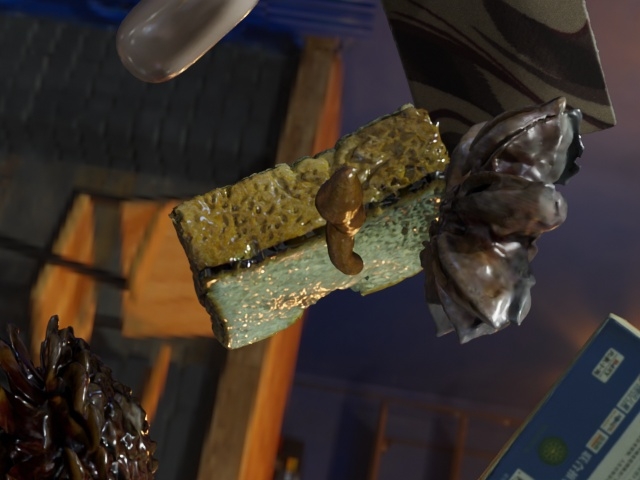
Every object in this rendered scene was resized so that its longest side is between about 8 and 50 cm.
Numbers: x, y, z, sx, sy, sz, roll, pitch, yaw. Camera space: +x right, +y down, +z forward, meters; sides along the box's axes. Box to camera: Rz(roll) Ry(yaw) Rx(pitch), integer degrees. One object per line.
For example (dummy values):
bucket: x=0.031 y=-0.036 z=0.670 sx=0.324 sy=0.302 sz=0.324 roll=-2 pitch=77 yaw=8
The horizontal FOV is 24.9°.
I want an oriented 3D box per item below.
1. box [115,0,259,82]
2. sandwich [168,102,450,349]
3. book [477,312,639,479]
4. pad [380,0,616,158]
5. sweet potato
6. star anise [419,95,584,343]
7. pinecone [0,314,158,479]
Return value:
box: x=-0.148 y=-0.264 z=1.660 sx=0.200 sy=0.088 sz=0.146 roll=-43 pitch=-160 yaw=1
sandwich: x=-0.001 y=-0.001 z=1.453 sx=0.249 sy=0.273 sz=0.095 roll=86 pitch=-21 yaw=-65
book: x=0.403 y=0.321 z=1.608 sx=0.300 sy=0.428 sz=0.039 roll=-53 pitch=179 yaw=9
pad: x=0.179 y=-0.252 z=1.598 sx=0.004 sy=0.220 sz=0.330 roll=-55 pitch=129 yaw=-64
sweet potato: x=0.018 y=-0.020 z=1.139 sx=0.179 sy=0.044 sz=0.044 roll=88 pitch=12 yaw=-67
star anise: x=0.133 y=-0.012 z=1.121 sx=0.236 sy=0.093 sz=0.229 roll=111 pitch=-4 yaw=-60
pinecone: x=-0.283 y=0.190 z=1.214 sx=0.246 sy=0.292 sz=0.246 roll=169 pitch=-90 yaw=-81
